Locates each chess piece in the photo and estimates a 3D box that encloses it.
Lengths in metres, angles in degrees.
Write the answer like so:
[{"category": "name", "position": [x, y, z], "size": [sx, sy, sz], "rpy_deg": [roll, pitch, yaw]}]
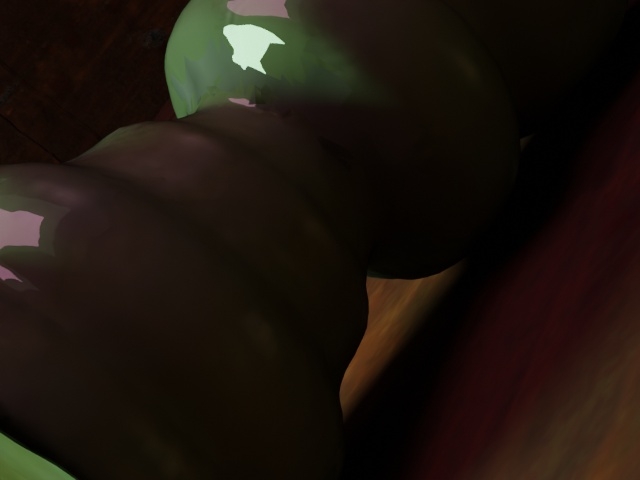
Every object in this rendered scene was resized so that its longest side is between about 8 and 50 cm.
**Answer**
[{"category": "chess piece", "position": [-0.011, -0.026, 0.666], "size": [0.330, 0.182, 0.182], "rpy_deg": [-51, 7, -25]}]
